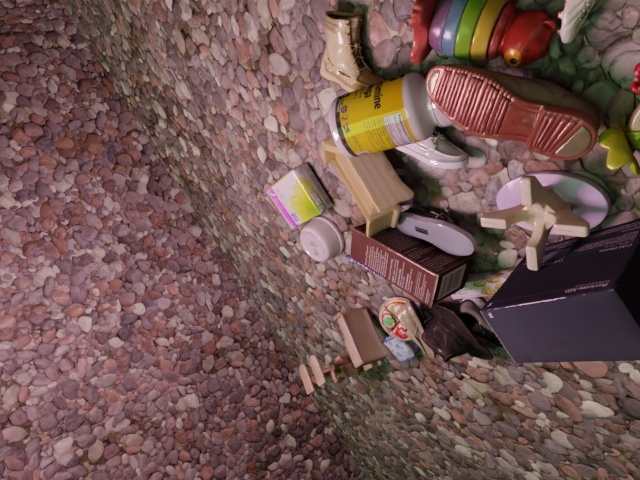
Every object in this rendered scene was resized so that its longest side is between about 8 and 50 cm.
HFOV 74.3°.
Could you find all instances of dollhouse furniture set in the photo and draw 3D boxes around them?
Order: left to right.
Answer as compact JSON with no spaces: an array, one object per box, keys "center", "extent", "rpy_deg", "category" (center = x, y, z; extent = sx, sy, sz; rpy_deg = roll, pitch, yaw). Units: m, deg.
[{"center":[0.117,0.538,2.091],"extent":[0.394,0.362,0.256],"rpy_deg":[-52,52,46],"category":"dollhouse furniture set"}]

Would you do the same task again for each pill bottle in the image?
[{"center":[0.207,-0.360,1.198],"extent":[0.334,0.188,0.187],"rpy_deg":[-8,115,32],"category":"pill bottle"}]

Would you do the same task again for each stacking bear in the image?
[{"center":[0.372,-0.480,0.961],"extent":[0.289,0.164,0.175],"rpy_deg":[25,164,21],"category":"stacking bear"}]

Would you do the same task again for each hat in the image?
[{"center":[0.463,0.370,1.571],"extent":[0.331,0.134,0.331],"rpy_deg":[46,172,9],"category":"hat"}]

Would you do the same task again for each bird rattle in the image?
[{"center":[0.693,-0.250,0.836],"extent":[0.207,0.143,0.253],"rpy_deg":[28,128,17],"category":"bird rattle"}]

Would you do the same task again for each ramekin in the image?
[{"center":[0.000,0.000,1.941],"extent":[0.207,0.109,0.207],"rpy_deg":[32,142,30],"category":"ramekin"}]

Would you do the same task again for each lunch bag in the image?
[{"center":[0.367,0.482,1.933],"extent":[0.129,0.096,0.151],"rpy_deg":[49,138,8],"category":"lunch bag"}]

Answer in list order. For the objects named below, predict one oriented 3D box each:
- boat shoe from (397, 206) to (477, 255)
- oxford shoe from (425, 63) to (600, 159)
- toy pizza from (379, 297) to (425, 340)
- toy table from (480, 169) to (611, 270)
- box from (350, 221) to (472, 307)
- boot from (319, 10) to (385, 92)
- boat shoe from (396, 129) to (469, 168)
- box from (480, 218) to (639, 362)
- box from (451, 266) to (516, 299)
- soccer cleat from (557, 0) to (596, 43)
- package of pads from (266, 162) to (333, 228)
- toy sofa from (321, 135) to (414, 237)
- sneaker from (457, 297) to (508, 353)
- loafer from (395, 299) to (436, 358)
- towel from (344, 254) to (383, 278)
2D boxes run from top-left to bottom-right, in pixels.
[{"center":[0.392,-0.043,1.396],"extent":[0.306,0.105,0.113],"rpy_deg":[21,140,50],"category":"boat shoe"},{"center":[0.441,-0.320,0.989],"extent":[0.397,0.146,0.140],"rpy_deg":[31,145,15],"category":"oxford shoe"},{"center":[0.345,0.341,1.809],"extent":[0.201,0.032,0.201],"rpy_deg":[9,110,25],"category":"toy pizza"},{"center":[0.564,-0.068,1.087],"extent":[0.274,0.161,0.252],"rpy_deg":[-6,112,53],"category":"toy table"},{"center":[0.300,0.059,1.471],"extent":[0.381,0.191,0.143],"rpy_deg":[35,132,40],"category":"box"},{"center":[0.108,-0.568,1.283],"extent":[0.262,0.095,0.203],"rpy_deg":[38,143,29],"category":"boot"},{"center":[0.323,-0.289,1.260],"extent":[0.258,0.095,0.084],"rpy_deg":[28,144,33],"category":"boat shoe"},{"center":[0.640,0.131,1.040],"extent":[0.179,0.312,0.343],"rpy_deg":[56,149,-2],"category":"box"},{"center":[0.560,0.141,1.388],"extent":[0.324,0.063,0.067],"rpy_deg":[-20,102,57],"category":"box"},{"center":[0.529,-0.491,0.831],"extent":[0.076,0.068,0.196],"rpy_deg":[26,136,32],"category":"soccer cleat"},{"center":[-0.099,-0.198,1.892],"extent":[0.229,0.101,0.296],"rpy_deg":[57,147,-7],"category":"package of pads"},{"center":[0.159,-0.211,1.448],"extent":[0.362,0.177,0.150],"rpy_deg":[62,174,19],"category":"toy sofa"},{"center":[0.589,0.315,1.476],"extent":[0.271,0.108,0.100],"rpy_deg":[43,144,14],"category":"sneaker"},{"center":[0.393,0.371,1.730],"extent":[0.092,0.102,0.268],"rpy_deg":[-24,98,22],"category":"loafer"},{"center":[0.285,0.131,1.593],"extent":[0.336,0.243,0.040],"rpy_deg":[29,107,36],"category":"towel"}]
